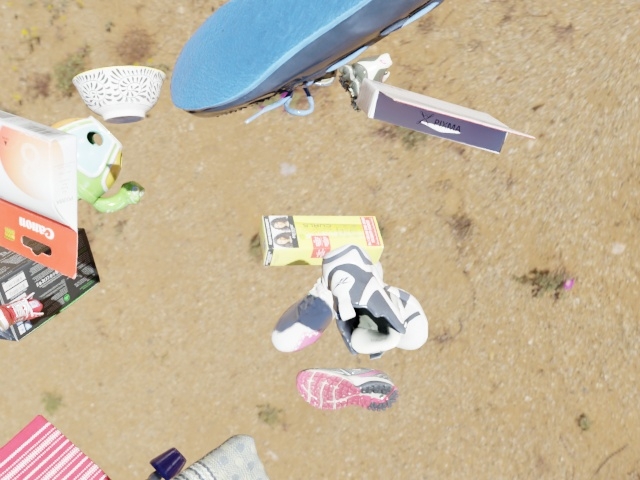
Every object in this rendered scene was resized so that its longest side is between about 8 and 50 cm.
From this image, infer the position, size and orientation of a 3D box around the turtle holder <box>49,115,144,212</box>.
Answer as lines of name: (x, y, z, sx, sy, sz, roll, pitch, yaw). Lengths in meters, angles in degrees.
turtle holder: (-0.702, -0.229, 2.205, 0.227, 0.243, 0.320, -45, 78, -4)

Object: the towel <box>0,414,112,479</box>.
towel: (-0.609, 0.543, 1.633, 0.275, 0.199, 0.031, 41, 140, 5)

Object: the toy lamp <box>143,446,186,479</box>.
toy lamp: (-0.426, 0.593, 1.688, 0.080, 0.275, 0.080, 40, 159, 19)

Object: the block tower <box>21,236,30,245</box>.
block tower: (-0.546, -0.108, 1.125, 0.335, 0.097, 0.091, 36, 89, 30)

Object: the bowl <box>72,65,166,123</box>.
bowl: (-0.371, -0.265, 1.367, 0.170, 0.170, 0.080, -7, 90, 28)

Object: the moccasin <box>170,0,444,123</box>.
moccasin: (-0.017, -0.201, 0.773, 0.342, 0.117, 0.137, -14, 72, 37)

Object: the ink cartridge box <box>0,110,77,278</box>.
ink cartridge box: (-0.349, -0.052, 0.852, 0.146, 0.045, 0.179, 19, 113, 26)

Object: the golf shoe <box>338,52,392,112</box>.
golf shoe: (0.114, -0.389, 1.793, 0.120, 0.273, 0.105, -29, 95, 2)

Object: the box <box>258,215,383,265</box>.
box: (0.000, 0.000, 1.427, 0.233, 0.087, 0.058, 1, 141, -16)

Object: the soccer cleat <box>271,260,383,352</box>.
soccer cleat: (0.008, 0.134, 1.767, 0.116, 0.331, 0.143, 42, 160, 35)

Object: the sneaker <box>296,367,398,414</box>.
sneaker: (0.068, 0.412, 2.069, 0.299, 0.112, 0.120, 13, 112, -22)

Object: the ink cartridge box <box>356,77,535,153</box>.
ink cartridge box: (0.240, -0.241, 1.468, 0.297, 0.261, 0.066, 13, 109, -14)

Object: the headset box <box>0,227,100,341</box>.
headset box: (-0.643, 0.075, 1.467, 0.283, 0.246, 0.131, 2, 116, 24)

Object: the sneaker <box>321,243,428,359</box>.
sneaker: (0.087, 0.127, 1.040, 0.094, 0.153, 0.235, -22, 130, 17)

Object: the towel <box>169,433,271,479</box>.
towel: (-0.126, 0.355, 0.555, 0.056, 0.312, 0.324, 6, 120, 45)

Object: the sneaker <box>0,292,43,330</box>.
sneaker: (-0.475, 0.111, 1.152, 0.042, 0.067, 0.118, 68, 161, -4)
